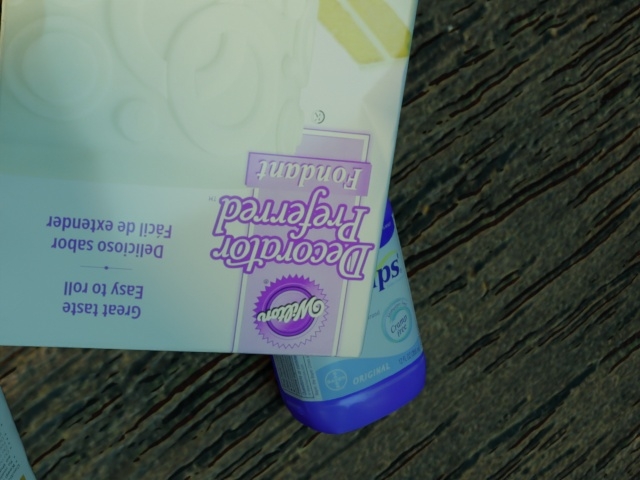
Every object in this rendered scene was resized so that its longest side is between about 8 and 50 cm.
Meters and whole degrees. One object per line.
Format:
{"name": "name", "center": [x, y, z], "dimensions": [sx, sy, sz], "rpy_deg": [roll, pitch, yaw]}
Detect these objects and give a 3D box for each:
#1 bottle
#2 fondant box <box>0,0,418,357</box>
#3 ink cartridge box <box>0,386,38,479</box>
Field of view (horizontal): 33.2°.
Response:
{"name": "bottle", "center": [0.000, 0.000, 0.810], "dimensions": [0.118, 0.092, 0.283], "rpy_deg": [-22, 109, -28]}
{"name": "fondant box", "center": [-0.073, -0.100, 0.656], "dimensions": [0.238, 0.096, 0.330], "rpy_deg": [4, 105, -17]}
{"name": "ink cartridge box", "center": [-0.284, 0.183, 0.573], "dimensions": [0.330, 0.071, 0.324], "rpy_deg": [89, 21, -45]}
